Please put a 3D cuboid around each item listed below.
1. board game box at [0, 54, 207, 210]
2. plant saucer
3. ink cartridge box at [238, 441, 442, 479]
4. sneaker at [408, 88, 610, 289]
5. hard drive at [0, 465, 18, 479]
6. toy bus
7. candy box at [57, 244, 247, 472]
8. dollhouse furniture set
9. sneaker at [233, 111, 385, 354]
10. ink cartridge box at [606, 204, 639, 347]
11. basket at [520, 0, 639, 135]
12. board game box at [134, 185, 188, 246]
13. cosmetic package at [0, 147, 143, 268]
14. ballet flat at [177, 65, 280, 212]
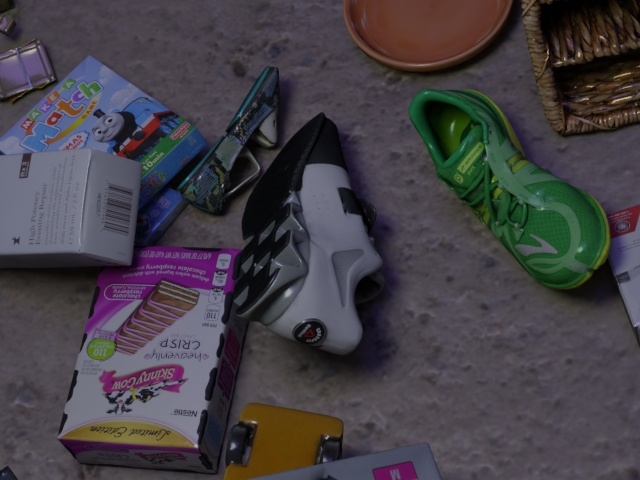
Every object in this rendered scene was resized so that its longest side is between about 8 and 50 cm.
[{"bbox_3d":[-0.254,-0.109,2.030,0.160,0.039,0.211,-45,50,-13],"label":"board game box"},{"bbox_3d":[0.126,-0.272,2.041,0.200,0.037,0.200,-7,58,11],"label":"plant saucer"},{"bbox_3d":[0.029,0.317,1.575,0.060,0.275,0.239,-37,67,42],"label":"ink cartridge box"},{"bbox_3d":[0.183,-0.054,1.836,0.109,0.123,0.295,-57,50,20],"label":"sneaker"},{"bbox_3d":[-0.327,0.287,1.672,0.135,0.022,0.094,-34,61,-10],"label":"hard drive"},{"bbox_3d":[-0.056,0.319,1.664,0.108,0.130,0.332,8,50,6],"label":"toy bus"},{"bbox_3d":[-0.169,0.121,1.871,0.159,0.071,0.233,1,62,16],"label":"candy box"},{"bbox_3d":[-0.378,-0.235,2.162,0.076,0.058,0.151,-22,77,-7],"label":"dollhouse furniture set"},{"bbox_3d":[0.000,0.000,1.881,0.122,0.146,0.330,-44,23,35],"label":"sneaker"},{"bbox_3d":[0.346,0.030,1.795,0.099,0.056,0.135,-17,57,5],"label":"ink cartridge box"},{"bbox_3d":[0.359,-0.277,1.877,0.299,0.213,0.223,-11,58,9],"label":"basket"},{"bbox_3d":[-0.211,-0.032,2.001,0.090,0.020,0.090,29,70,28],"label":"board game box"},{"bbox_3d":[-0.302,-0.032,1.924,0.231,0.085,0.117,-3,77,40],"label":"cosmetic package"},{"bbox_3d":[-0.086,-0.108,1.994,0.070,0.070,0.188,28,74,27],"label":"ballet flat"}]
